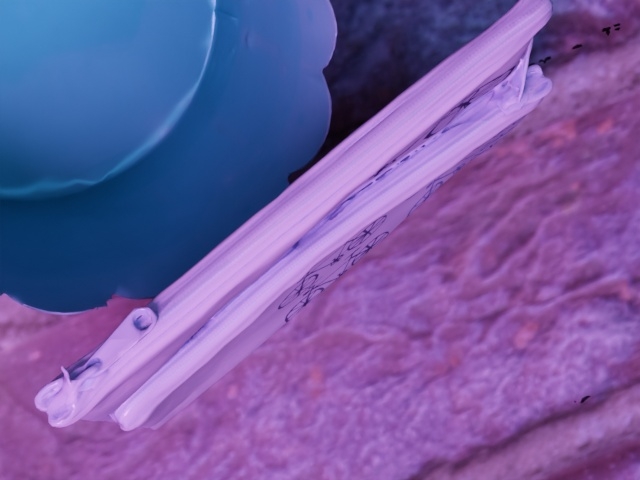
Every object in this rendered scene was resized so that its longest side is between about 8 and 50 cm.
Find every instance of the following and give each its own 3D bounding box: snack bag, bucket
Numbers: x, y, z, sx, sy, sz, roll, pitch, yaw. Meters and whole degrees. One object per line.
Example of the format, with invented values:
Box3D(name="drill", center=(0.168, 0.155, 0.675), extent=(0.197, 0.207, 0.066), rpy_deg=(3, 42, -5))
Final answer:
Box3D(name="snack bag", center=(0.000, 0.000, 0.922), extent=(0.323, 0.342, 0.037), rpy_deg=(-39, 85, -5))
Box3D(name="bucket", center=(-0.147, -0.112, 0.907), extent=(0.281, 0.183, 0.281), rpy_deg=(-5, 106, -17))
